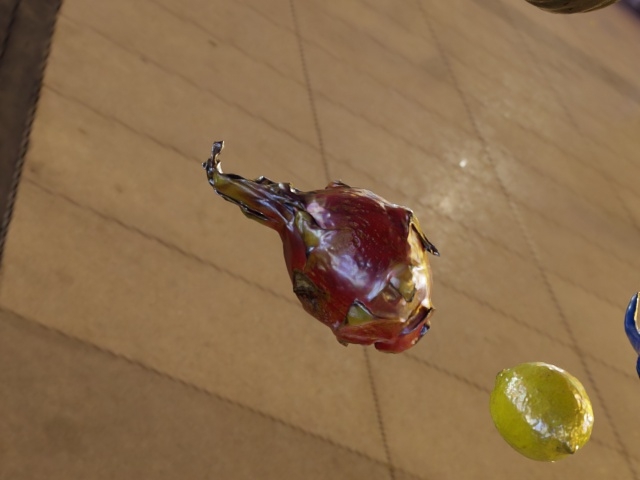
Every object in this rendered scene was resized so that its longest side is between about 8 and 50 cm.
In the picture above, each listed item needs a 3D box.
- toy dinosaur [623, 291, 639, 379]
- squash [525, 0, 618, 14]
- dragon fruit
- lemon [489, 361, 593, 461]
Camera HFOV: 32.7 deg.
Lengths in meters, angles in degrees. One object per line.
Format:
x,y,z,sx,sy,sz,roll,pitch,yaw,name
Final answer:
0.349,0.115,1.101,0.188,0.075,0.247,50,13,-44,toy dinosaur
0.268,-0.348,1.145,0.218,0.218,0.172,28,-8,-19,squash
0.000,0.000,0.945,0.246,0.125,0.125,34,-12,-5,dragon fruit
0.252,0.194,1.253,0.109,0.109,0.133,6,34,-49,lemon
